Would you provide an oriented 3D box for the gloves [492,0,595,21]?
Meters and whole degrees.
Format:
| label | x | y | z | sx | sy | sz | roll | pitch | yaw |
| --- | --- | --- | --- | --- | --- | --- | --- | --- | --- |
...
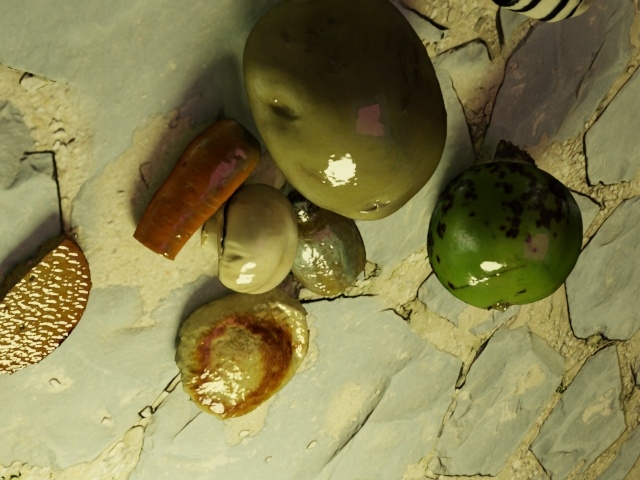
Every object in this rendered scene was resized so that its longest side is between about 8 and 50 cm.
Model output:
| label | x | y | z | sx | sy | sz | roll | pitch | yaw |
| --- | --- | --- | --- | --- | --- | --- | --- | --- | --- |
| gloves | 0.347 | -0.381 | 1.573 | 0.218 | 0.131 | 0.140 | -3 | 121 | -31 |

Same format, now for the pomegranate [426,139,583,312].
| label | x | y | z | sx | sy | sz | roll | pitch | yaw |
| --- | --- | --- | --- | --- | --- | --- | --- | --- | --- |
| pomegranate | 0.284 | -0.024 | 1.676 | 0.254 | 0.254 | 0.271 | 13 | 85 | -46 |

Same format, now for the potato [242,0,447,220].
| label | x | y | z | sx | sy | sz | roll | pitch | yaw |
| --- | --- | --- | --- | --- | --- | --- | --- | --- | --- |
| potato | 0.039 | -0.162 | 1.352 | 0.326 | 0.221 | 0.243 | 61 | 28 | -46 |

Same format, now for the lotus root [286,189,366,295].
| label | x | y | z | sx | sy | sz | roll | pitch | yaw |
| --- | --- | --- | --- | --- | --- | --- | --- | --- | --- |
| lotus root | 0.000 | 0.000 | 1.533 | 0.113 | 0.088 | 0.192 | -36 | 136 | -10 |

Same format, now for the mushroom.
| label | x | y | z | sx | sy | sz | roll | pitch | yaw |
| --- | --- | --- | --- | --- | --- | --- | --- | --- | --- |
| mushroom | -0.095 | -0.001 | 1.428 | 0.154 | 0.122 | 0.154 | 4 | 90 | -76 |

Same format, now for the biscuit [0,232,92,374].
| label | x | y | z | sx | sy | sz | roll | pitch | yaw |
| --- | --- | --- | --- | --- | --- | --- | --- | --- | --- |
| biscuit | -0.352 | 0.091 | 1.314 | 0.206 | 0.025 | 0.126 | -47 | 138 | -7 |

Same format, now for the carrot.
| label | x | y | z | sx | sy | sz | roll | pitch | yaw |
| --- | --- | --- | --- | --- | --- | --- | --- | --- | --- |
| carrot | -0.156 | -0.066 | 1.350 | 0.193 | 0.087 | 0.087 | -49 | 138 | -2 |

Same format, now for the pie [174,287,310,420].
| label | x | y | z | sx | sy | sz | roll | pitch | yaw |
| --- | --- | --- | --- | --- | --- | --- | --- | --- | --- |
| pie | -0.107 | 0.159 | 1.540 | 0.205 | 0.084 | 0.179 | -15 | 126 | -32 |
